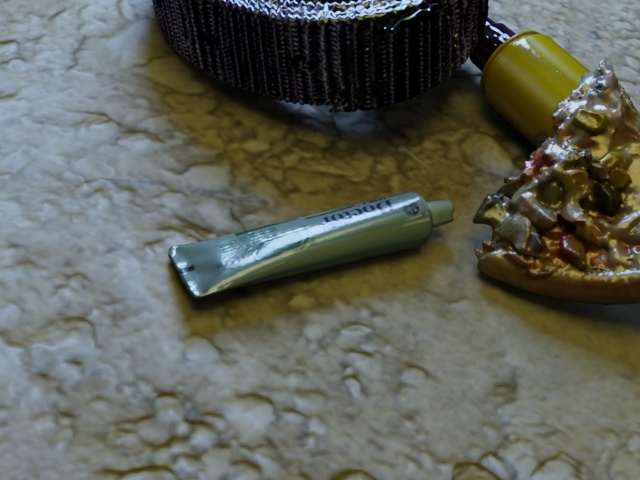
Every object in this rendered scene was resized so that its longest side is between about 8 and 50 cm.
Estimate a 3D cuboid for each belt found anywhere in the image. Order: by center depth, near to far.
[{"bbox_3d":[-0.007,-0.235,1.017,0.325,0.122,0.260,28,55,30],"label":"belt"}]

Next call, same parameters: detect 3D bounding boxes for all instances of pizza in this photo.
[{"bbox_3d":[0.208,-0.048,0.872,0.185,0.052,0.195,2,71,12],"label":"pizza"}]

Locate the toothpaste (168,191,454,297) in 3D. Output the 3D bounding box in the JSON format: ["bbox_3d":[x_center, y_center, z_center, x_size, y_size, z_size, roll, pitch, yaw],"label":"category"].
[{"bbox_3d":[0.000,0.000,0.857,0.218,0.041,0.064,-13,38,-20],"label":"toothpaste"}]

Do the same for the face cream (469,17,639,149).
[{"bbox_3d":[0.197,-0.118,0.990,0.078,0.078,0.273,-20,52,-29],"label":"face cream"}]
